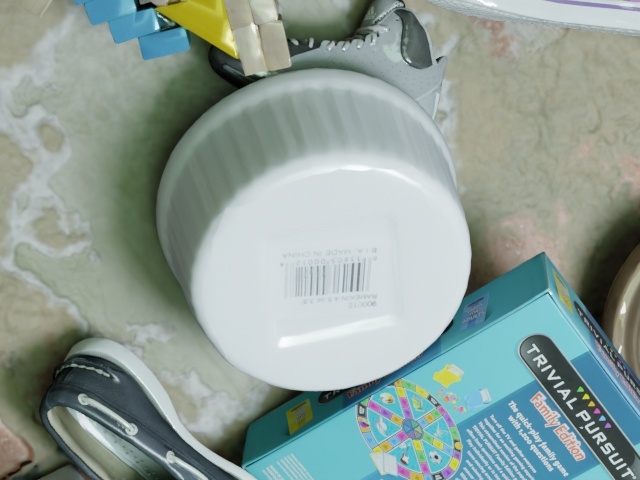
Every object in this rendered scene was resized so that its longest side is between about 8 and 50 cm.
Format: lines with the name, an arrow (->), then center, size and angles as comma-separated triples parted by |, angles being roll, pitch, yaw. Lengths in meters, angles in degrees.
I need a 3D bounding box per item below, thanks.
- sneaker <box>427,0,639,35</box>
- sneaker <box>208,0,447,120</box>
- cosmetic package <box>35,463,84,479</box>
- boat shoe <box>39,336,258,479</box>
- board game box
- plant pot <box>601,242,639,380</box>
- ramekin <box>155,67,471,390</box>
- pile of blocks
sneaker -> 0.214, -0.278, 1.659 | 0.282, 0.102, 0.161 | 1, 98, -29
sneaker -> 0.015, -0.176, 1.629 | 0.229, 0.086, 0.132 | 20, 84, -24
cosmetic package -> -0.259, 0.448, 1.498 | 0.327, 0.394, 0.329 | -24, 107, -12
boat shoe -> -0.141, 0.226, 1.631 | 0.302, 0.091, 0.114 | 45, 128, -13
board game box -> 0.137, 0.200, 1.672 | 0.336, 0.079, 0.254 | -32, 111, 17
plant pot -> 0.397, 0.093, 1.703 | 0.237, 0.110, 0.237 | -3, 102, -15
ramekin -> 0.000, 0.000, 1.577 | 0.277, 0.135, 0.277 | -6, 123, -10
pile of blocks -> -0.183, -0.249, 1.530 | 0.362, 0.112, 0.149 | 36, 102, -11
